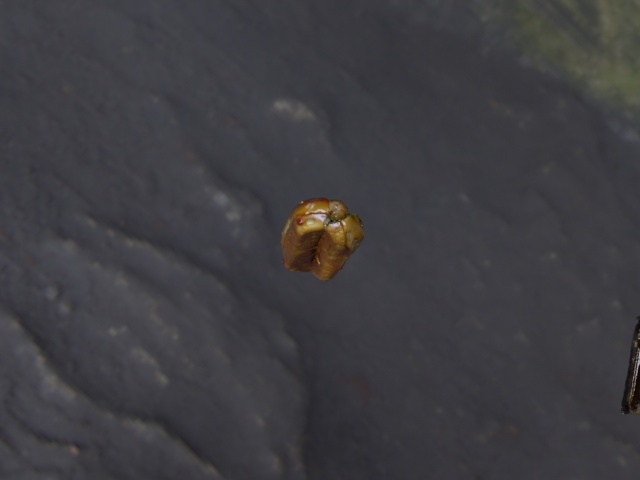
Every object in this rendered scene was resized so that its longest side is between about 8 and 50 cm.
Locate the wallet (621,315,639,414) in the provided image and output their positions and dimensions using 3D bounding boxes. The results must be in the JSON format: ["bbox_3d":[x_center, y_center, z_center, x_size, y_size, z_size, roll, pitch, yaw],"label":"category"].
[{"bbox_3d":[0.450,0.150,1.816,0.232,0.122,0.031,4,9,-32],"label":"wallet"}]

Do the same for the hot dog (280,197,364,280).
[{"bbox_3d":[0.000,-0.001,1.231,0.062,0.144,0.038,18,73,-1],"label":"hot dog"}]
